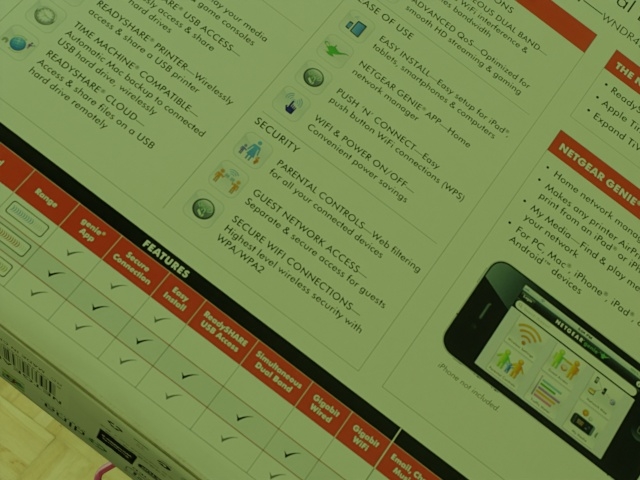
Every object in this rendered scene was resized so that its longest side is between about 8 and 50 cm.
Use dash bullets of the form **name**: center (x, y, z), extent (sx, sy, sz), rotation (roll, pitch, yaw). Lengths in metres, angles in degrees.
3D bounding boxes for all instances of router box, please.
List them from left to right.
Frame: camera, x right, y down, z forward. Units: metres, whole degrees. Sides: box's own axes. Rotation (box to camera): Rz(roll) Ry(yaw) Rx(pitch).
- **router box**: center (0.024, -0.019, 0.476), extent (0.301, 0.335, 0.082), rotation (-51, -2, -24)

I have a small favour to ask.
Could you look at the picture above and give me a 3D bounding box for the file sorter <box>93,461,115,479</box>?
- **file sorter**: center (-0.078, 0.201, 1.075), extent (0.202, 0.182, 0.290), rotation (-31, 21, 33)
